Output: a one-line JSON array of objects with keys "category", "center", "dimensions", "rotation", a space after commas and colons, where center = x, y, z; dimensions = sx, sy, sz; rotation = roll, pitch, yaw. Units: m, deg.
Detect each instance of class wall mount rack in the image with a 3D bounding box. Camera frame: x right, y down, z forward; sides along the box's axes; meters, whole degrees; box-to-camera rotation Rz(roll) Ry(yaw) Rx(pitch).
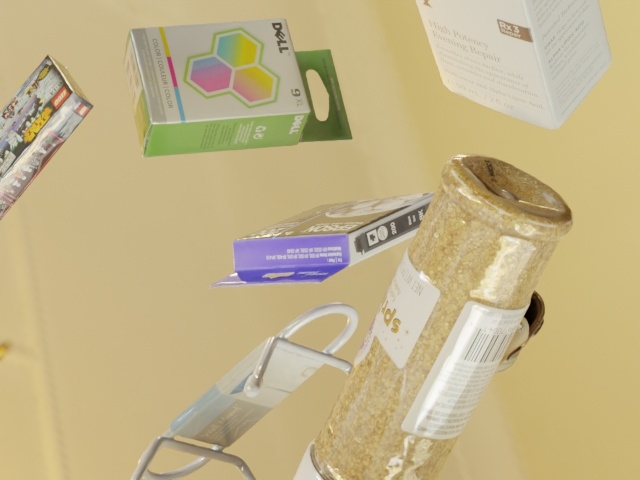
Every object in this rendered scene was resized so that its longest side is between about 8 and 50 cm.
[{"category": "wall mount rack", "center": [-0.093, 0.215, 2.091], "dimensions": [0.304, 0.350, 0.130], "rotation": [22, -149, -54]}]

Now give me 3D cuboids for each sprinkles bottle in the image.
[{"category": "sprinkles bottle", "center": [0.093, 0.102, 1.533], "dimensions": [0.121, 0.355, 0.121], "rotation": [21, -157, -9]}]

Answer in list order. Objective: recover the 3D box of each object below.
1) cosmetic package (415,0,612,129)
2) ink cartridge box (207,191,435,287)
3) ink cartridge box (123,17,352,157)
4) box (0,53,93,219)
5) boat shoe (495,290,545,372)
[{"category": "cosmetic package", "center": [0.128, -0.197, 1.283], "dimensions": [0.117, 0.085, 0.231], "rotation": [24, 155, 36]}, {"category": "ink cartridge box", "center": [0.000, 0.000, 2.043], "dimensions": [0.208, 0.206, 0.045], "rotation": [-26, -76, -40]}, {"category": "ink cartridge box", "center": [-0.072, -0.146, 1.655], "dimensions": [0.209, 0.062, 0.109], "rotation": [-5, -118, -17]}, {"category": "box", "center": [-0.268, -0.094, 1.591], "dimensions": [0.027, 0.137, 0.094], "rotation": [35, -172, -36]}, {"category": "boat shoe", "center": [0.204, 0.115, 2.277], "dimensions": [0.123, 0.116, 0.324], "rotation": [47, -157, 8]}]
